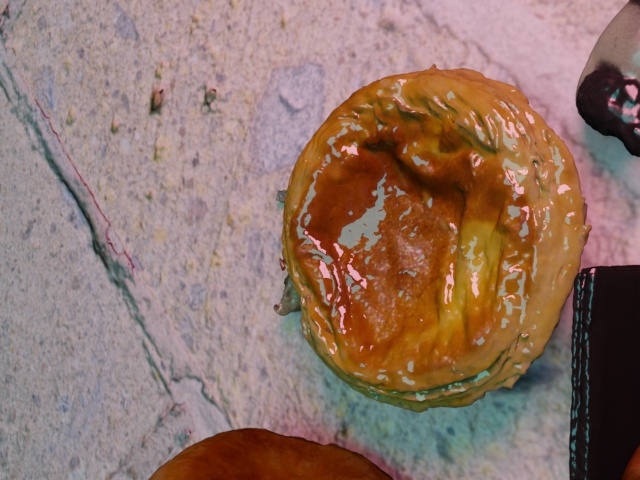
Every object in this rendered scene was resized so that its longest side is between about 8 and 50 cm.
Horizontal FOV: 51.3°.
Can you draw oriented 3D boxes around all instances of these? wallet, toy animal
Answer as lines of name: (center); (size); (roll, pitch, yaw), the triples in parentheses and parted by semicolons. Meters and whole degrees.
wallet: (0.270, 0.144, 0.604); (0.025, 0.124, 0.244); (2, 91, 55)
toy animal: (0.321, -0.186, 0.597); (0.121, 0.094, 0.225); (40, 112, 39)

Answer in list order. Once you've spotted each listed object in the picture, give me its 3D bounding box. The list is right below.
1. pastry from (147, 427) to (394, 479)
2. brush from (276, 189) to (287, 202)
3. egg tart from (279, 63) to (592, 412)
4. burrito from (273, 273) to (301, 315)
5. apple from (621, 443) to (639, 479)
pastry: (-0.038, 0.340, 0.703); (0.356, 0.356, 0.163); (28, 111, 33)
brush: (-0.023, -0.053, 0.878); (0.083, 0.021, 0.018); (14, 94, 34)
egg tart: (0.113, -0.001, 0.700); (0.352, 0.150, 0.351); (-1, 87, 35)
burrito: (0.002, 0.001, 0.835); (0.229, 0.063, 0.058); (-61, 31, 20)
apple: (0.331, 0.228, 0.518); (0.168, 0.181, 0.181); (45, 114, 11)
